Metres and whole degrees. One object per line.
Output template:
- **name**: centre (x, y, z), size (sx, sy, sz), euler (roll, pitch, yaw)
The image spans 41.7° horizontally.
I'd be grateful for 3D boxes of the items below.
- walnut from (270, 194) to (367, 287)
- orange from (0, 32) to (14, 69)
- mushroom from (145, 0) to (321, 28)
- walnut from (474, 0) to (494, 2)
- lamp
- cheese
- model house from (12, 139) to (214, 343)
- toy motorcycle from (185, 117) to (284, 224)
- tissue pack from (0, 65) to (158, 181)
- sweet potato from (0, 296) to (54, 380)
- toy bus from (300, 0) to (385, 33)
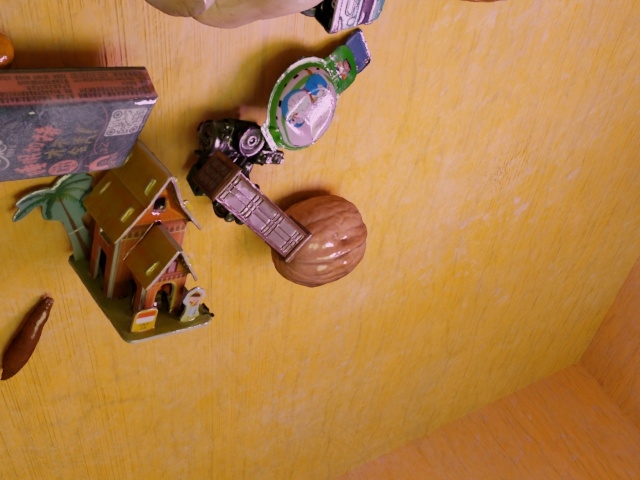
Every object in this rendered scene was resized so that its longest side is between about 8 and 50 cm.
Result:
- **walnut**: centre (0.000, 0.000, 2.079), size (0.261, 0.225, 0.225), euler (-23, 145, -28)
- **orange**: centre (-0.539, -0.302, 1.362), size (0.083, 0.070, 0.083), euler (-20, 159, -8)
- **mushroom**: centre (-0.127, -0.456, 1.262), size (0.353, 0.353, 0.325), euler (-34, 167, -2)
- **walnut**: centre (0.340, -0.577, 1.685), size (0.336, 0.209, 0.209), euler (-14, 143, -49)
- **lamp**: centre (-0.137, -0.066, 1.768), size (0.090, 0.089, 0.325), euler (-47, 144, -1)
- **cheese**: centre (-0.005, -0.314, 1.763), size (0.320, 0.083, 0.204), euler (-45, 139, -16)
- **model house**: centre (-0.395, -0.006, 1.665), size (0.340, 0.300, 0.323), euler (-10, 130, -38)
- **toy motorcycle**: centre (-0.194, -0.148, 1.802), size (0.205, 0.127, 0.275), euler (1, 129, -46)
- **tissue pack**: centre (-0.466, -0.201, 1.466), size (0.316, 0.103, 0.228), euler (-11, 156, -38)
- **sweet potato**: centre (-0.670, 0.231, 1.913), size (0.057, 0.057, 0.264), euler (9, 128, -47)
- **toy bus**: centre (0.008, -0.479, 1.456), size (0.147, 0.256, 0.128), euler (-18, 143, -29)
